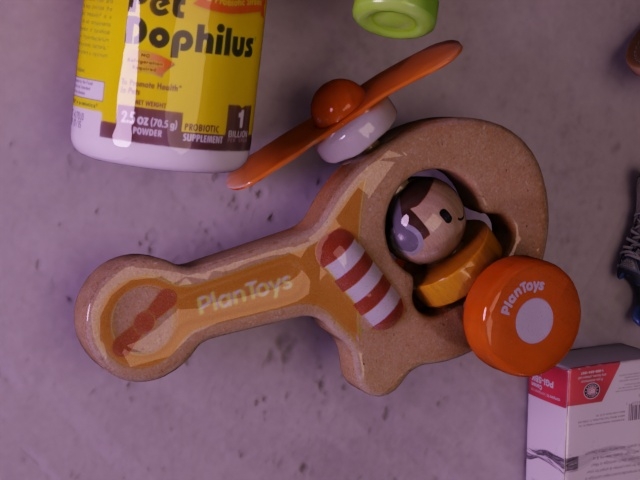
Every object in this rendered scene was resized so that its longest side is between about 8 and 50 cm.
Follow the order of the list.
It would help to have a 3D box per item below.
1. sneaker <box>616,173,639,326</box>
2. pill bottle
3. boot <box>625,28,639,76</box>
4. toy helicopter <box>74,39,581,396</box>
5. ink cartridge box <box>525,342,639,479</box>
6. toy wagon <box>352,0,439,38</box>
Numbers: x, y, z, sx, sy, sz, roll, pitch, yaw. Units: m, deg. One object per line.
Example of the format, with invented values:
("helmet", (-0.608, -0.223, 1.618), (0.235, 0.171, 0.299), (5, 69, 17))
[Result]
("sneaker", (0.266, 0.010, 1.408), (0.058, 0.052, 0.135), (-19, 108, -22))
("pill bottle", (-0.092, -0.155, 1.124), (0.117, 0.117, 0.215), (2, 98, -31))
("boot", (0.378, -0.119, 1.431), (0.283, 0.109, 0.220), (-32, 118, -30))
("toy helicopter", (0.000, 0.000, 1.202), (0.355, 0.140, 0.235), (-15, 106, -24))
("ink cartridge box", (0.217, 0.156, 1.403), (0.099, 0.056, 0.135), (-4, 101, -30))
("toy wagon", (0.052, -0.270, 1.169), (0.344, 0.068, 0.267), (33, 61, -51))
